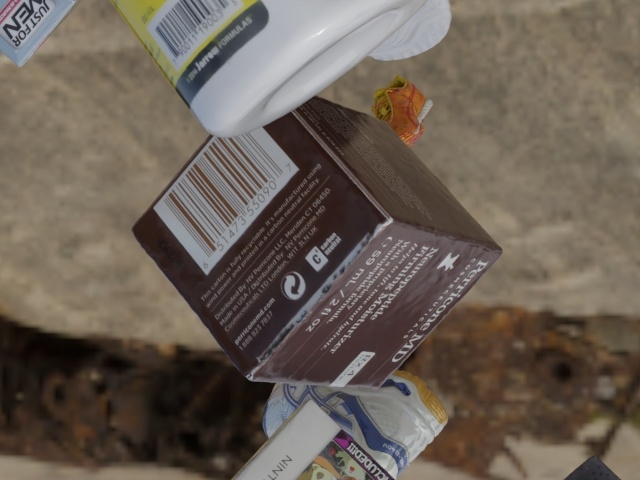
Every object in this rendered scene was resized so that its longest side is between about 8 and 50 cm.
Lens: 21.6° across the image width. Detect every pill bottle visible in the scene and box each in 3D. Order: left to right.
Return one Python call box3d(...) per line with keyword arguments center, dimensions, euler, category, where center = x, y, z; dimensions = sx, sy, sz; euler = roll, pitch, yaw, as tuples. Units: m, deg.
box3d(center=(-0.089, -0.248, 1.090), dimensions=(0.188, 0.334, 0.188), euler=(-36, 177, -2), category="pill bottle")

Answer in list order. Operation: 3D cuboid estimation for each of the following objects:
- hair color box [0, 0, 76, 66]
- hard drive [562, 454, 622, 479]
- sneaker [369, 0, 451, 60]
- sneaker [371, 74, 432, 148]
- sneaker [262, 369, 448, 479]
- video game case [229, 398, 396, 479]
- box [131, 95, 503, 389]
box3d(center=(-0.424, -0.382, 1.888), dimensions=(0.113, 0.374, 0.185), euler=(-45, -169, 25), category="hair color box")
box3d(center=(0.252, 0.339, 1.623), dimensions=(0.255, 0.172, 0.054), euler=(-39, 169, -43), category="hard drive")
box3d(center=(0.035, -0.271, 1.447), dimensions=(0.101, 0.153, 0.268), euler=(-17, 152, 17), category="sneaker")
box3d(center=(0.082, -0.135, 1.908), dimensions=(0.067, 0.064, 0.175), euler=(38, -158, -9), category="sneaker")
box3d(center=(0.005, 0.215, 1.859), dimensions=(0.112, 0.131, 0.296), euler=(49, 150, -17), category="sneaker")
box3d(center=(0.007, 0.259, 1.170), dimensions=(0.210, 0.232, 0.042), euler=(-44, 176, -33), category="video game case")
box3d(center=(0.000, 0.000, 1.316), dimensions=(0.168, 0.167, 0.203), euler=(-49, 153, 16), category="box")
